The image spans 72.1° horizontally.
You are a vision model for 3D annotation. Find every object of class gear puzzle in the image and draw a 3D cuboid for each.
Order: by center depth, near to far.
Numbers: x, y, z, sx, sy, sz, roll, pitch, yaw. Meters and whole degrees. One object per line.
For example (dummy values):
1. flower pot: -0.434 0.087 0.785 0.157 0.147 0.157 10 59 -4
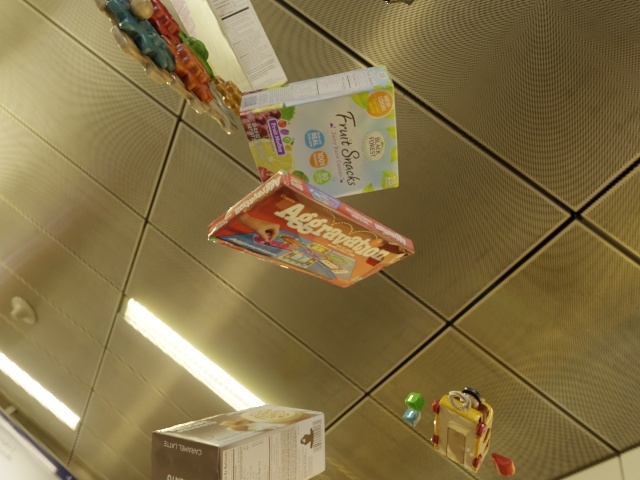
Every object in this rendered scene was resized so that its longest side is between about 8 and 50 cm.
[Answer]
1. gear puzzle: -0.160 -0.230 0.571 0.044 0.339 0.175 -34 -102 10

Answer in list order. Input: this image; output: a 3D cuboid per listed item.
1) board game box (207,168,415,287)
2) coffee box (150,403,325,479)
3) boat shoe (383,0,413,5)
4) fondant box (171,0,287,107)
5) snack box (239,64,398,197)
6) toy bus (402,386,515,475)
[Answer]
1. board game box: 0.000 0.000 0.627 0.145 0.027 0.281 -32 -37 31
2. coffee box: -0.117 0.329 0.682 0.141 0.247 0.098 -8 -102 33
3. boat shoe: 0.137 -0.492 0.867 0.049 0.133 0.042 57 -50 29
4. fondant box: -0.230 -0.495 1.035 0.238 0.096 0.330 18 -42 62
5. snack box: 0.006 -0.145 0.648 0.207 0.070 0.174 -11 -43 4
6. toy bus: 0.285 0.350 0.864 0.191 0.104 0.202 52 -38 2
